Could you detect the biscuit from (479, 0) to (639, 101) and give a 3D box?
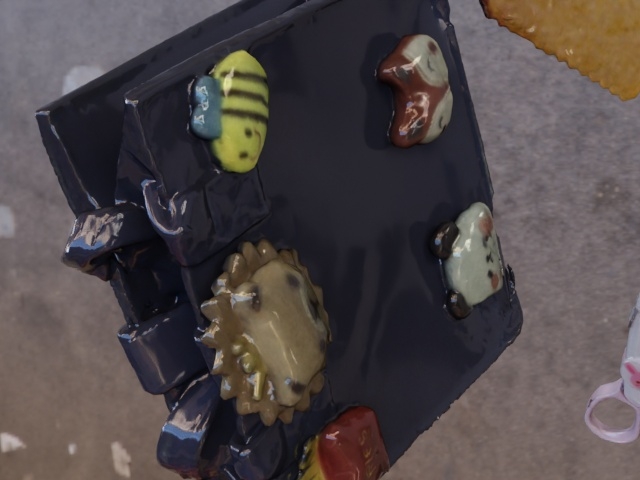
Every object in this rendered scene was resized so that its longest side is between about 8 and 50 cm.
[{"bbox_3d":[0.244,-0.236,0.753,0.013,0.237,0.232,30,96,57],"label":"biscuit"}]

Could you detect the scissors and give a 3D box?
[{"bbox_3d":[0.322,0.125,0.949,0.118,0.030,0.242,10,134,22],"label":"scissors"}]

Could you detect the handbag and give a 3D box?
[{"bbox_3d":[0.000,0.000,0.625,0.122,0.329,0.303,-2,116,36],"label":"handbag"}]
